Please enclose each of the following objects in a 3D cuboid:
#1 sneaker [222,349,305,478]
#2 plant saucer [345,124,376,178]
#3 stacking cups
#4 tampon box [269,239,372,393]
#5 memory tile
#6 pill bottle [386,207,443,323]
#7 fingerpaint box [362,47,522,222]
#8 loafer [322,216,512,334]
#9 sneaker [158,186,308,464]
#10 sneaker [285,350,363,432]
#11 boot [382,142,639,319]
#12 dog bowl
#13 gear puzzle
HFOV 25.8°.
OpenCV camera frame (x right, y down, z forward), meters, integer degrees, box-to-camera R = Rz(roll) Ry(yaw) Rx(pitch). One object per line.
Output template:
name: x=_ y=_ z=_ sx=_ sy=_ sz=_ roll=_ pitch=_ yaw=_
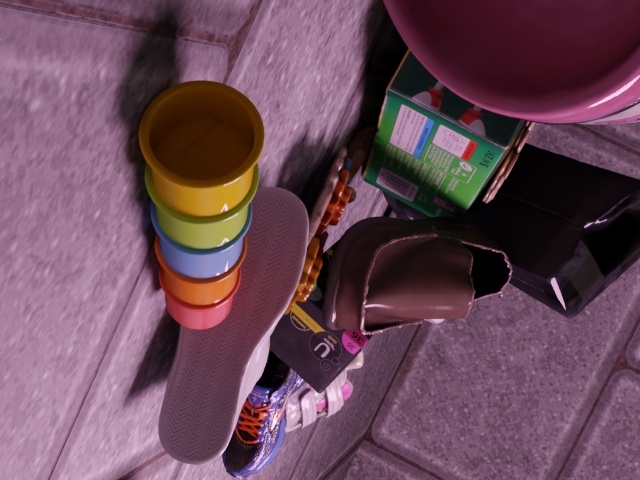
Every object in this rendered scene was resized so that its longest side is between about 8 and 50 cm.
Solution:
sneaker: x=-0.081 y=0.215 z=1.887 sx=0.221 sy=0.083 sz=0.087 roll=-68 pitch=156 yaw=-2
plant saucer: x=0.046 y=-0.115 z=1.814 sx=0.083 sy=0.015 sz=0.083 roll=-60 pitch=170 yaw=-18
stacking cups: x=-0.097 y=-0.006 z=1.176 sx=0.096 sy=0.096 sz=0.316 roll=-58 pitch=168 yaw=-26
tampon box: x=0.012 y=0.096 z=1.820 sx=0.101 sy=0.120 sz=0.161 roll=-50 pitch=178 yaw=32
memory tile: x=0.253 y=-0.122 z=1.794 sx=0.148 sy=0.012 sz=0.113 roll=-59 pitch=175 yaw=-27
pill bottle: x=0.198 y=-0.027 z=2.335 sx=0.301 sy=0.169 sz=0.169 roll=-62 pitch=169 yaw=-4
fingerpaint box: x=0.220 y=-0.247 z=1.787 sx=0.371 sy=0.163 sz=0.445 roll=-61 pitch=177 yaw=-11
loafer: x=0.132 y=0.038 z=1.754 sx=0.366 sy=0.130 sz=0.133 roll=-19 pitch=119 yaw=-54
sneaker: x=-0.089 y=0.069 z=1.441 sx=0.169 sy=0.108 sz=0.292 roll=-75 pitch=-173 yaw=-78
sneaker: x=-0.016 y=0.214 z=2.031 sx=0.252 sy=0.111 sz=0.103 roll=-58 pitch=162 yaw=-31
boot: x=0.320 y=-0.118 z=2.003 sx=0.367 sy=0.146 sz=0.445 roll=-56 pitch=-150 yaw=-1
dog bowl: x=0.215 y=-0.288 z=1.253 sx=0.150 sy=0.408 sz=0.408 roll=-23 pitch=143 yaw=-46
gear puzzle: x=0.000 y=0.000 z=1.607 sx=0.339 sy=0.044 sz=0.175 roll=-72 pitch=-174 yaw=-75
